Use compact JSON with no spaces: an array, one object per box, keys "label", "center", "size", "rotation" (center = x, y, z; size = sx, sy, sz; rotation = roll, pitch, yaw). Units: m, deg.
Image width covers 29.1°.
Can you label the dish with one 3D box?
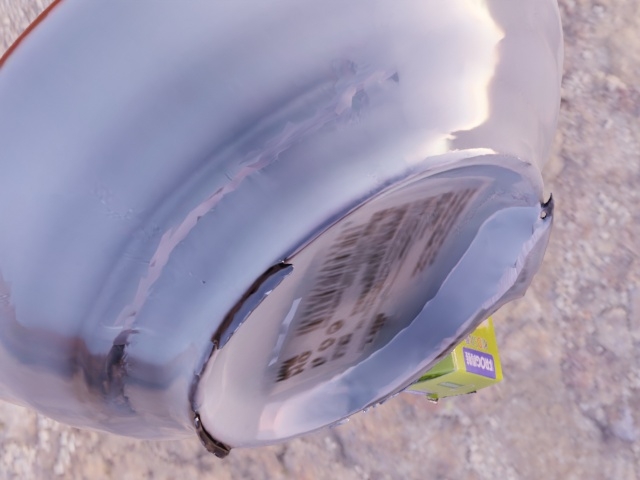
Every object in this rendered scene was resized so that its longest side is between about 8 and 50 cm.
[{"label":"dish","center":[0.000,0.000,0.427],"size":[0.260,0.085,0.260],"rotation":[-29,151,-18]}]

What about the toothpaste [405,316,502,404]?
[{"label":"toothpaste","center":[0.083,-0.024,1.111],"size":[0.077,0.328,0.110],"rotation":[-17,161,24]}]
